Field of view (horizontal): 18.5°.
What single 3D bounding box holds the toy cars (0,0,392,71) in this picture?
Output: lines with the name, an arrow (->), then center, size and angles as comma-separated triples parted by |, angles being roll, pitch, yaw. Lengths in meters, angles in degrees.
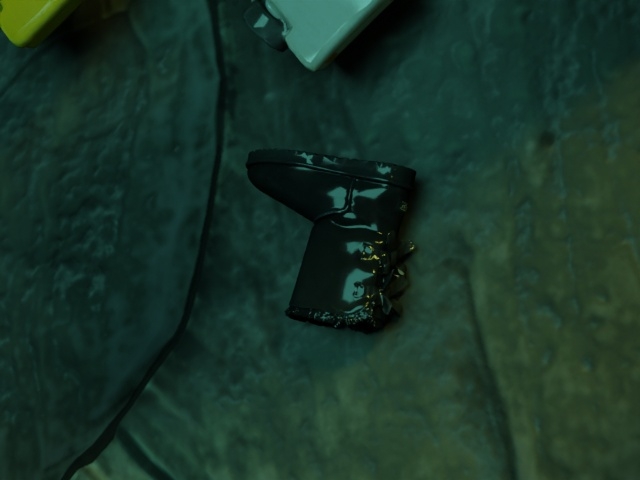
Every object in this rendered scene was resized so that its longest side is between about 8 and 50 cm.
toy cars -> -0.109, -0.197, 1.256 | 0.393, 0.087, 0.176 | 7, 84, 26

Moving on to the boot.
boot -> 0.000, 0.000, 1.162 | 0.121, 0.045, 0.099 | 8, 83, 29
